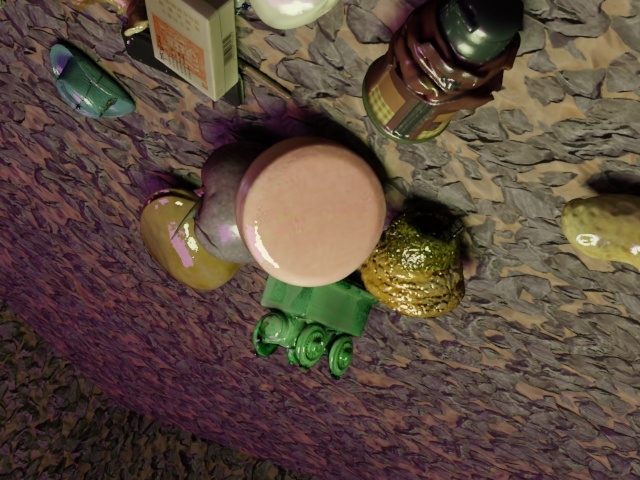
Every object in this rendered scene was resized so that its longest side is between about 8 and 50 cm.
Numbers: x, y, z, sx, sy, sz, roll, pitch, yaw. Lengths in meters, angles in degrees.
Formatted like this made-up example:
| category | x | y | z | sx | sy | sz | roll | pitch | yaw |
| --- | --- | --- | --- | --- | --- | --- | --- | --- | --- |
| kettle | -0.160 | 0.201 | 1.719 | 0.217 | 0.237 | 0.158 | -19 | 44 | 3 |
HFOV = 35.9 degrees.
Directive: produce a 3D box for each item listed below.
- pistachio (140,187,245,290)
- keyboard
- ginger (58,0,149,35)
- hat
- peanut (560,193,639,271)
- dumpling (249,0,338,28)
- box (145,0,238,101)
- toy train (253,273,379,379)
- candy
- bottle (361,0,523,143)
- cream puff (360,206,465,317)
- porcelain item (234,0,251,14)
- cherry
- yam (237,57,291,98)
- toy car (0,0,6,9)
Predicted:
| category | x | y | z | sx | sy | sz | roll | pitch | yaw |
| --- | --- | --- | --- | --- | --- | --- | --- | --- | --- |
| pistachio | -0.280 | -0.005 | 2.077 | 0.213 | 0.163 | 0.260 | -27 | 122 | 23 |
| keyboard | -0.228 | -0.293 | 1.644 | 0.230 | 0.025 | 0.093 | 26 | 156 | 12 |
| ginger | -0.381 | -0.399 | 1.567 | 0.288 | 0.075 | 0.089 | 30 | 131 | 13 |
| hat | -0.442 | -0.279 | 1.846 | 0.191 | 0.078 | 0.138 | 38 | 152 | -14 |
| peanut | 0.452 | 0.005 | 1.335 | 0.263 | 0.117 | 0.101 | 27 | 134 | 15 |
| dumpling | -0.049 | -0.358 | 1.244 | 0.179 | 0.131 | 0.252 | 58 | 171 | -9 |
| box | -0.194 | -0.319 | 1.492 | 0.141 | 0.058 | 0.201 | 38 | 158 | 14 |
| toy train | -0.015 | 0.159 | 1.960 | 0.145 | 0.202 | 0.266 | 13 | 171 | 35 |
| candy | -0.015 | -0.041 | 1.607 | 0.255 | 0.255 | 0.094 | 43 | -179 | -24 |
| bottle | 0.160 | -0.222 | 1.215 | 0.143 | 0.156 | 0.271 | 64 | 155 | 8 |
| cream puff | 0.172 | 0.019 | 1.647 | 0.183 | 0.183 | 0.169 | 26 | 129 | 11 |
| porcelain item | -0.104 | -0.356 | 1.387 | 0.075 | 0.021 | 0.136 | 30 | 156 | 13 |
| cherry | -0.122 | -0.065 | 1.723 | 0.266 | 0.213 | 0.183 | 7 | -178 | -17 |
| yam | -0.091 | -0.257 | 1.571 | 0.107 | 0.014 | 0.014 | 33 | 155 | -4 |
| toy car | -0.614 | -0.458 | 1.738 | 0.069 | 0.055 | 0.142 | 19 | 164 | 43 |
